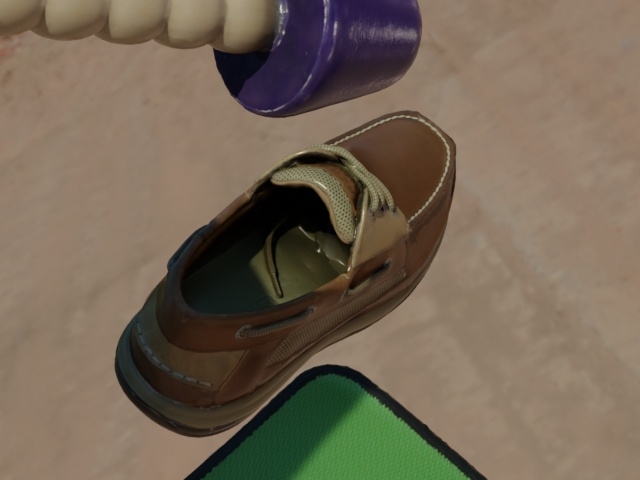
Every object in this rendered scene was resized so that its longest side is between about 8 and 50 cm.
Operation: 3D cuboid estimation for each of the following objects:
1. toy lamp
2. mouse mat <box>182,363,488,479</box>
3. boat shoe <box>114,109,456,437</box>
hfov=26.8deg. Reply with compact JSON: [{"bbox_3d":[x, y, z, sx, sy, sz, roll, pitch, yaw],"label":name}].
[{"bbox_3d":[-0.076,-0.083,0.479,0.275,0.080,0.080,-4,-2,-39],"label":"toy lamp"},{"bbox_3d":[-0.005,0.130,0.315,0.190,0.152,0.007,-40,-20,-27],"label":"mouse mat"},{"bbox_3d":[0.000,0.000,0.888,0.324,0.122,0.120,-44,-15,-41],"label":"boat shoe"}]
